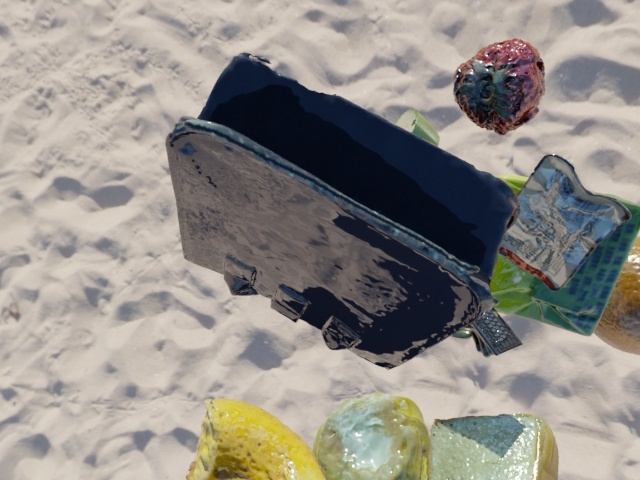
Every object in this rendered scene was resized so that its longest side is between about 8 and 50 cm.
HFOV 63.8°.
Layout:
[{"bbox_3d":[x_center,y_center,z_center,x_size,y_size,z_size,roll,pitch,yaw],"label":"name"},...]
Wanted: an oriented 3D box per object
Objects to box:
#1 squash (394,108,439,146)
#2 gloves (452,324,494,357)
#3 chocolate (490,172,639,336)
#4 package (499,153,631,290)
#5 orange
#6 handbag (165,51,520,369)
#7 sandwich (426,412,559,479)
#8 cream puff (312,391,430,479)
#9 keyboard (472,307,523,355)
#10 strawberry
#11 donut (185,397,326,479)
[{"bbox_3d":[0.279,-0.297,1.548,0.123,0.170,0.170,28,84,-11],"label":"squash"},{"bbox_3d":[0.410,0.252,1.505,0.268,0.135,0.107,24,110,55],"label":"gloves"},{"bbox_3d":[0.472,0.018,1.095,0.289,0.137,0.300,14,114,9],"label":"chocolate"},{"bbox_3d":[0.391,-0.026,0.865,0.166,0.232,0.040,40,54,19],"label":"package"},{"bbox_3d":[0.868,0.146,1.372,0.322,0.357,0.322,-11,77,57],"label":"orange"},{"bbox_3d":[0.000,0.000,0.545,0.303,0.329,0.122,28,61,3],"label":"handbag"},{"bbox_3d":[0.261,0.402,0.824,0.226,0.087,0.251,-15,34,33],"label":"sandwich"},{"bbox_3d":[0.161,0.642,1.463,0.378,0.275,0.378,-12,46,13],"label":"cream puff"},{"bbox_3d":[0.247,0.098,0.844,0.064,0.010,0.198,-13,54,-28],"label":"keyboard"},{"bbox_3d":[0.166,-0.141,0.471,0.083,0.083,0.096,23,40,19],"label":"strawberry"},{"bbox_3d":[-0.129,0.444,0.790,0.378,0.435,0.163,28,115,12],"label":"donut"}]
